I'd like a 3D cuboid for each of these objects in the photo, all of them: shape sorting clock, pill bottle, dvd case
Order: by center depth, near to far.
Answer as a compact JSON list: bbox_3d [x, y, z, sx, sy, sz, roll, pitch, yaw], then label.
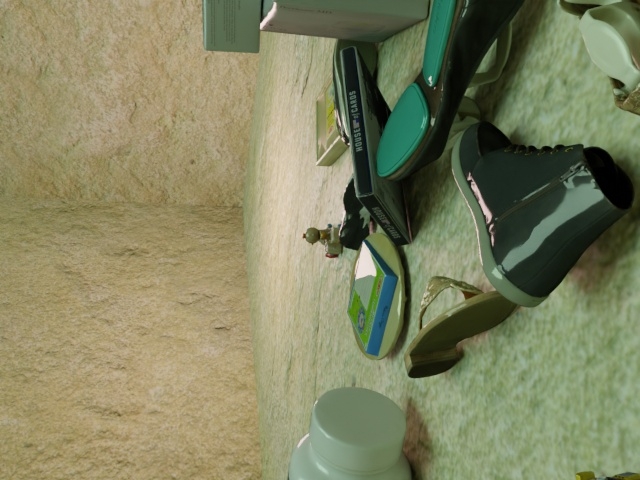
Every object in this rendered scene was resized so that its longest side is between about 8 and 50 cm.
[{"bbox_3d":[0.081,-0.131,0.839,0.179,0.029,0.238,43,-141,-58],"label":"dvd case"},{"bbox_3d":[0.036,0.382,0.846,0.176,0.176,0.318,-117,32,-65],"label":"pill bottle"},{"bbox_3d":[0.090,0.091,0.948,0.206,0.040,0.206,-175,90,-75],"label":"shape sorting clock"}]

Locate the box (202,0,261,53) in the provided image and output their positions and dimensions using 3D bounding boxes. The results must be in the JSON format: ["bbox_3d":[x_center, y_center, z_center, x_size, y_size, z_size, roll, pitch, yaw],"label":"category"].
[{"bbox_3d":[-0.141,-0.356,0.910,0.102,0.087,0.101,-109,21,-57],"label":"box"}]

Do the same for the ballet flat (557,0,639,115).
[{"bbox_3d":[0.209,-0.166,0.409,0.073,0.067,0.206,108,160,-51],"label":"ballet flat"}]

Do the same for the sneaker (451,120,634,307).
[{"bbox_3d":[0.190,-0.058,0.505,0.118,0.083,0.222,-52,27,37],"label":"sneaker"}]

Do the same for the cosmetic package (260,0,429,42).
[{"bbox_3d":[0.025,-0.397,0.892,0.225,0.224,0.138,-144,56,-75],"label":"cosmetic package"}]

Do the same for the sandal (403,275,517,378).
[{"bbox_3d":[0.135,0.081,0.654,0.240,0.088,0.079,104,157,-58],"label":"sandal"}]

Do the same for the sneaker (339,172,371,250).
[{"bbox_3d":[0.067,-0.072,1.022,0.077,0.072,0.178,-87,13,-50],"label":"sneaker"}]

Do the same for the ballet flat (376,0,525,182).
[{"bbox_3d":[0.142,-0.162,0.634,0.280,0.096,0.095,108,161,-52],"label":"ballet flat"}]

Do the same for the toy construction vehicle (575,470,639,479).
[{"bbox_3d":[0.220,0.206,0.403,0.098,0.035,0.086,122,136,-70],"label":"toy construction vehicle"}]

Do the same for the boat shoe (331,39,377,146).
[{"bbox_3d":[0.056,-0.285,1.059,0.069,0.081,0.227,167,102,-72],"label":"boat shoe"}]

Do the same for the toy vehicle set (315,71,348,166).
[{"bbox_3d":[0.035,-0.273,1.250,0.267,0.035,0.166,150,121,-75],"label":"toy vehicle set"}]

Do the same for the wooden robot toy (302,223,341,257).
[{"bbox_3d":[0.000,0.000,1.270,0.173,0.079,0.076,-171,83,-77],"label":"wooden robot toy"}]
